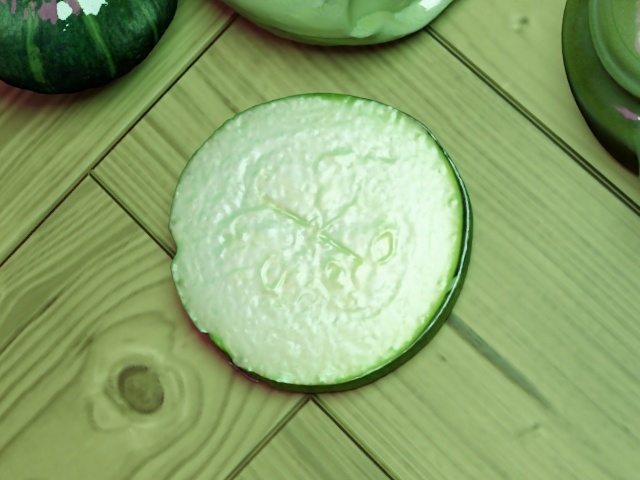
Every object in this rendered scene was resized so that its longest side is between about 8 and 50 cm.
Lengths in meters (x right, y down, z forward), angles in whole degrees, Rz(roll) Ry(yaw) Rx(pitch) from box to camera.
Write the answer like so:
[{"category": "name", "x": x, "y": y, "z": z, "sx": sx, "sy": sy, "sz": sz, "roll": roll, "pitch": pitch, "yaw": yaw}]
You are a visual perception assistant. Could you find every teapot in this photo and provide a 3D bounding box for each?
[{"category": "teapot", "x": 0.252, "y": -0.149, "z": 1.074, "sx": 0.186, "sy": 0.175, "sz": 0.267, "roll": 14, "pitch": 81, "yaw": 16}]

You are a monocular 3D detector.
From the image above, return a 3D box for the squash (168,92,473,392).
[{"category": "squash", "x": 0.001, "y": 0.001, "z": 1.181, "sx": 0.219, "sy": 0.041, "sz": 0.219, "roll": -2, "pitch": 78, "yaw": 10}]

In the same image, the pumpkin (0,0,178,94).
[{"category": "pumpkin", "x": -0.189, "y": -0.184, "z": 1.227, "sx": 0.167, "sy": 0.125, "sz": 0.167, "roll": 1, "pitch": 70, "yaw": -3}]

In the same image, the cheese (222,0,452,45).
[{"category": "cheese", "x": 0.019, "y": -0.270, "z": 1.193, "sx": 0.233, "sy": 0.127, "sz": 0.266, "roll": 41, "pitch": 87, "yaw": 23}]
